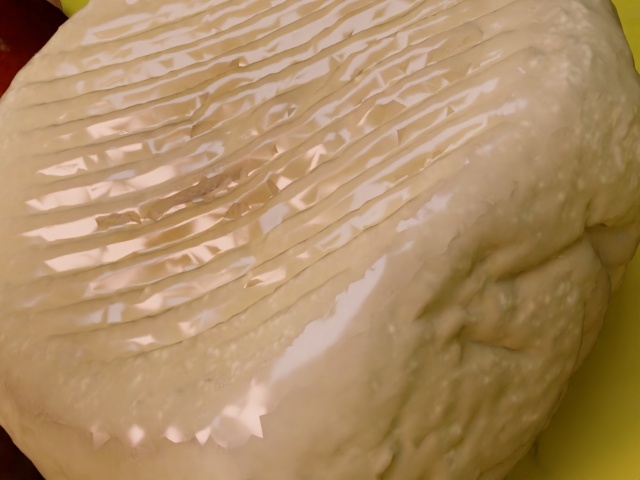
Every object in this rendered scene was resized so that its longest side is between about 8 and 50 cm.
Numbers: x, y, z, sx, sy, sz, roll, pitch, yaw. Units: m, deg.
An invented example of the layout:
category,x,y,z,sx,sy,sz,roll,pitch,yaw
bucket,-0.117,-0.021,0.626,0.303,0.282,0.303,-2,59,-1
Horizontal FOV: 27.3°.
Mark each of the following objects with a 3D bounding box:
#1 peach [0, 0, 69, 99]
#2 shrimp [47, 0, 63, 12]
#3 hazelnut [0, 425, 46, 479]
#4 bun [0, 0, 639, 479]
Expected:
category,x,y,z,sx,sy,sz,roll,pitch,yaw
peach,-0.244,-0.050,0.825,0.243,0.199,0.243,-41,28,27
shrimp,-0.307,-0.149,1.010,0.248,0.068,0.150,-3,46,16
hazelnut,-0.246,0.160,0.688,0.229,0.229,0.229,-11,56,17
bun,0.000,0.000,0.671,0.349,0.227,0.352,-19,51,12
